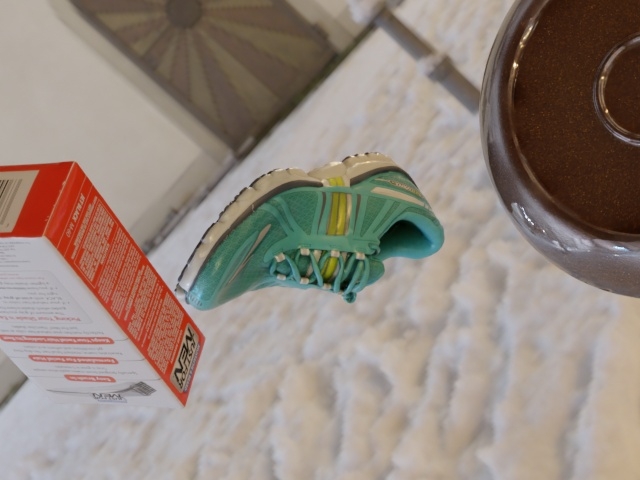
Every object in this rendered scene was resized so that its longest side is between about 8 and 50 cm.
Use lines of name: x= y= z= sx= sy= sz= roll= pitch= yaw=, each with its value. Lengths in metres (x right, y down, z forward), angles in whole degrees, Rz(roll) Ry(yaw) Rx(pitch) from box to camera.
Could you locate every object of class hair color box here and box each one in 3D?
hair color box: x=-0.140 y=0.029 z=0.693 sx=0.093 sy=0.167 sz=0.053 roll=-1 pitch=52 yaw=23

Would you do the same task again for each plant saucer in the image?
plant saucer: x=0.255 y=-0.112 z=0.954 sx=0.310 sy=0.310 sz=0.050 roll=-44 pitch=-26 yaw=18

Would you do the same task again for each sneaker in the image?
sneaker: x=0.000 y=0.000 z=1.054 sx=0.275 sy=0.110 sz=0.107 roll=-21 pitch=-29 yaw=-41
